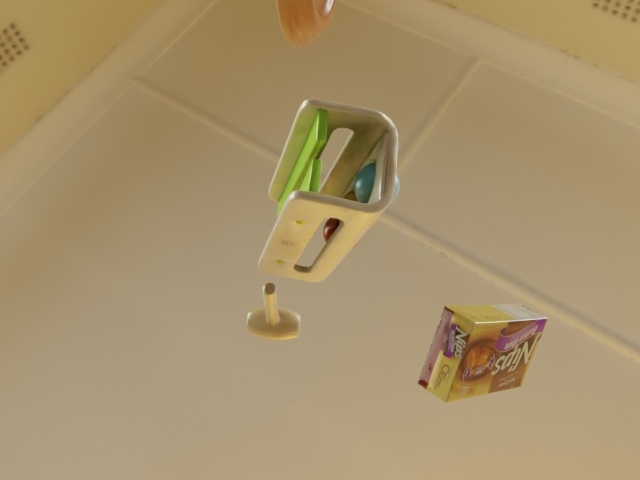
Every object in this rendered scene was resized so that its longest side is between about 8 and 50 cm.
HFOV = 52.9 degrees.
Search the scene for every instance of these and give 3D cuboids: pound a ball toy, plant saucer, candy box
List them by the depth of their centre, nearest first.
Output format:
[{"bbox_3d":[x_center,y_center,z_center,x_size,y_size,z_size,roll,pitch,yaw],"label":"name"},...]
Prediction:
[{"bbox_3d":[-0.008,-0.327,0.748,0.037,0.200,0.200,8,-116,11],"label":"plant saucer"},{"bbox_3d":[0.000,0.000,0.815,0.135,0.319,0.208,10,-112,-10],"label":"pound a ball toy"},{"bbox_3d":[0.215,0.142,0.836,0.053,0.186,0.109,29,-73,44],"label":"candy box"}]
